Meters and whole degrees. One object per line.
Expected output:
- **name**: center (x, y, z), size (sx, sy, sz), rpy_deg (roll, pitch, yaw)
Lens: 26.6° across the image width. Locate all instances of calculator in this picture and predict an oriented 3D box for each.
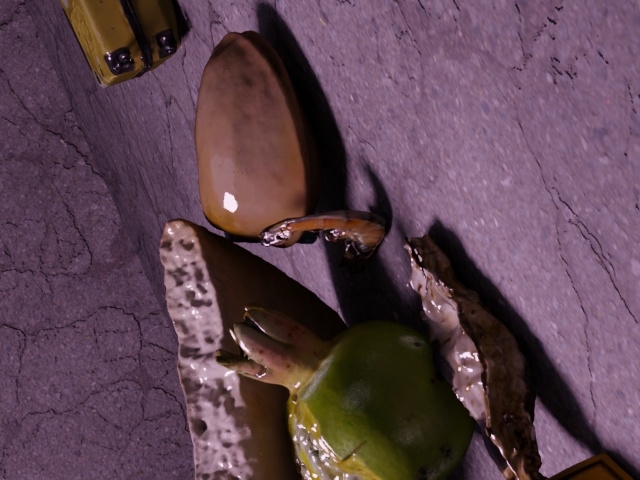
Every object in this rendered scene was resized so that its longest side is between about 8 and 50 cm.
- **calculator**: center (-0.071, -0.019, 1.817), size (0.018, 0.172, 0.057), rpy_deg (-46, 61, 31)

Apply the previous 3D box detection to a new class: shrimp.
- **shrimp**: center (0.000, 0.003, 1.616), size (0.195, 0.148, 0.035), rpy_deg (101, 163, -69)

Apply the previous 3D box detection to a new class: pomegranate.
- **pomegranate**: center (0.028, 0.174, 1.530), size (0.302, 0.236, 0.236), rpy_deg (39, 164, -1)

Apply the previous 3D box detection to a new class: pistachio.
- **pistachio**: center (-0.076, -0.124, 1.665), size (0.213, 0.163, 0.260), rpy_deg (18, 120, 45)

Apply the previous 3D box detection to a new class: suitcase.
- **suitcase**: center (-0.305, -0.350, 2.099), size (0.194, 0.143, 0.235), rpy_deg (67, 164, -6)

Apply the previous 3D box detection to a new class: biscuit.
- **biscuit**: center (-0.023, 0.228, 1.717), size (0.446, 0.104, 0.429), rpy_deg (34, -144, -46)

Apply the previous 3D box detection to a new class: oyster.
- **oyster**: center (0.161, 0.130, 1.377), size (0.128, 0.078, 0.345), rpy_deg (95, 157, -48)

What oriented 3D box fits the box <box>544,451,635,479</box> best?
- **box**: center (0.301, 0.370, 1.255), size (0.193, 0.084, 0.301), rpy_deg (43, 153, 55)
